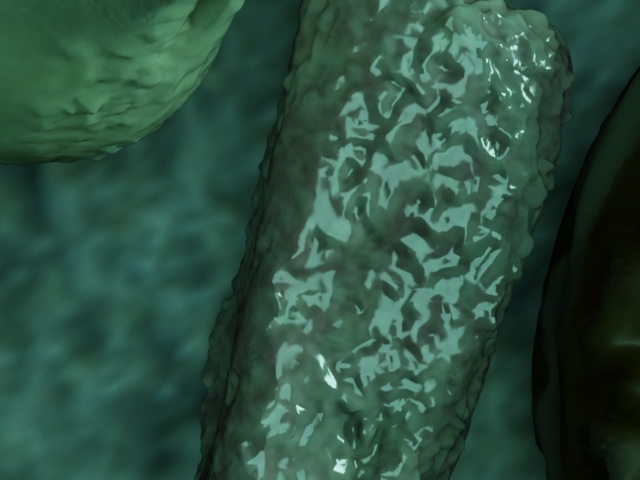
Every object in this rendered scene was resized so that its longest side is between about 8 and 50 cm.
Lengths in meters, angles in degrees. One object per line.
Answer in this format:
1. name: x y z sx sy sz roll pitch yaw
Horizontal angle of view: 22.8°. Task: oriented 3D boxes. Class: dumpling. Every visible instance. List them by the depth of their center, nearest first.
1. dumpling: -0.092 -0.105 0.447 0.126 0.216 0.166 -2 81 -21

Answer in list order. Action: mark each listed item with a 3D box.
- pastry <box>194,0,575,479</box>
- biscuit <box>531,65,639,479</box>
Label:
1. pastry: 0.013 -0.002 0.494 0.112 0.103 0.265 4 98 -10
2. biscuit: 0.226 0.045 0.493 0.332 0.103 0.332 -2 103 -7
